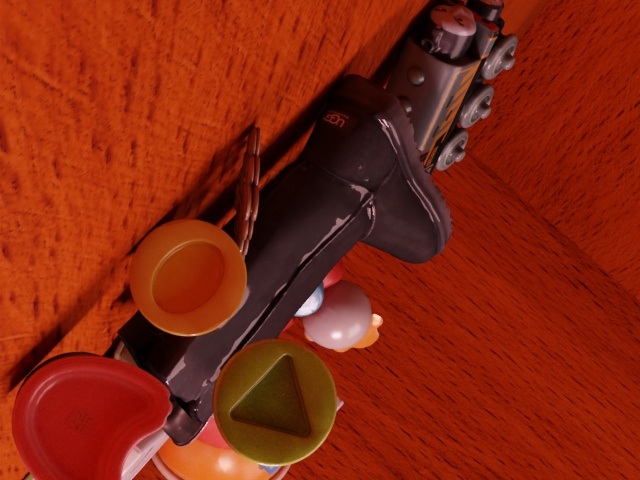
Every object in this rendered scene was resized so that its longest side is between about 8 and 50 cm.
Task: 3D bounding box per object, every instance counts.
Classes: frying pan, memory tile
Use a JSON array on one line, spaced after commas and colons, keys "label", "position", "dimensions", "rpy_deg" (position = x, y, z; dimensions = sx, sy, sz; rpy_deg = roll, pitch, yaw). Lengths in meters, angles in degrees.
[{"label": "frying pan", "position": [-0.208, 0.191, 1.576], "dimensions": [0.326, 0.053, 0.197], "rpy_deg": [-1, -110, 64]}, {"label": "memory tile", "position": [-0.080, -0.043, 1.157], "dimensions": [0.148, 0.012, 0.113], "rpy_deg": [112, -19, -59]}]

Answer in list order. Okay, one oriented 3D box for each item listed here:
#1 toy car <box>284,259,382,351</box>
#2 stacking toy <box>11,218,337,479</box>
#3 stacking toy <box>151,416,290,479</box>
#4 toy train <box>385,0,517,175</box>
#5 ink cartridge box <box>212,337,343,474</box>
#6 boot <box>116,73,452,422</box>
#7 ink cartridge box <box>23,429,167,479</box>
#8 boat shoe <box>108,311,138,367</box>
[{"label": "toy car", "position": [-0.011, 0.114, 1.742], "dimensions": [0.210, 0.238, 0.219], "rpy_deg": [-39, -158, 20]}, {"label": "stacking toy", "position": [-0.154, 0.165, 1.150], "dimensions": [0.309, 0.279, 0.130], "rpy_deg": [-48, -173, -14]}, {"label": "stacking toy", "position": [-0.191, 0.315, 2.394], "dimensions": [0.350, 0.351, 0.479], "rpy_deg": [-44, 157, -45]}, {"label": "toy train", "position": [0.164, -0.210, 1.596], "dimensions": [0.190, 0.142, 0.334], "rpy_deg": [-31, 153, -48]}, {"label": "ink cartridge box", "position": [-0.136, 0.286, 2.132], "dimensions": [0.129, 0.307, 0.223], "rpy_deg": [-43, 174, -33]}, {"label": "boot", "position": [-0.028, 0.058, 1.405], "dimensions": [0.445, 0.146, 0.367], "rpy_deg": [-53, 143, -17]}, {"label": "ink cartridge box", "position": [-0.356, 0.351, 1.797], "dimensions": [0.198, 0.115, 0.273], "rpy_deg": [-48, 176, 7]}, {"label": "boat shoe", "position": [-0.256, 0.204, 1.473], "dimensions": [0.302, 0.113, 0.103], "rpy_deg": [-50, 170, 19]}]
